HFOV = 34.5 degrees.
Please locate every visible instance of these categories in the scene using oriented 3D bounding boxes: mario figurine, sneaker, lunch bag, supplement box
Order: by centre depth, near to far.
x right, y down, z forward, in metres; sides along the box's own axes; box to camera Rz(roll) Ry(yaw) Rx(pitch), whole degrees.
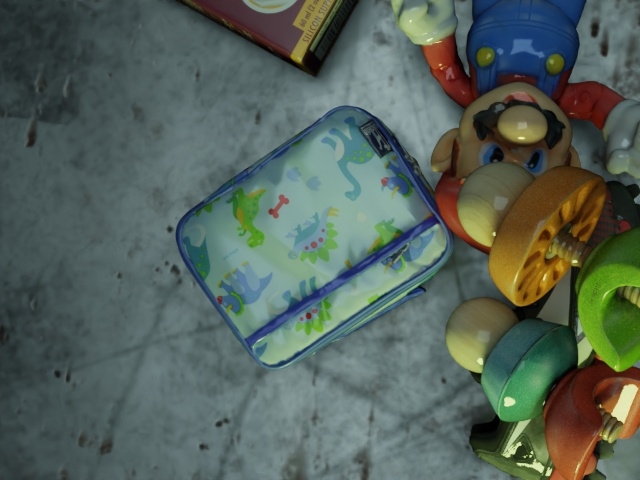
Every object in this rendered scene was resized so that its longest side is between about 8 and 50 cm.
[{"bbox_3d":[0.169,-0.142,0.828,0.198,0.170,0.321,-6,71,42],"label":"mario figurine"},{"bbox_3d":[0.196,0.078,0.870,0.135,0.097,0.276,14,91,7],"label":"sneaker"},{"bbox_3d":[0.000,0.000,0.911,0.219,0.090,0.176,-32,86,8],"label":"lunch bag"},{"bbox_3d":[-0.065,-0.242,0.930,0.188,0.081,0.104,30,93,9],"label":"supplement box"}]

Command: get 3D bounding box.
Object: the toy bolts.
[{"bbox_3d":[0.189,0.035,0.759,0.158,0.218,0.229,36,131,31],"label":"toy bolts"}]
